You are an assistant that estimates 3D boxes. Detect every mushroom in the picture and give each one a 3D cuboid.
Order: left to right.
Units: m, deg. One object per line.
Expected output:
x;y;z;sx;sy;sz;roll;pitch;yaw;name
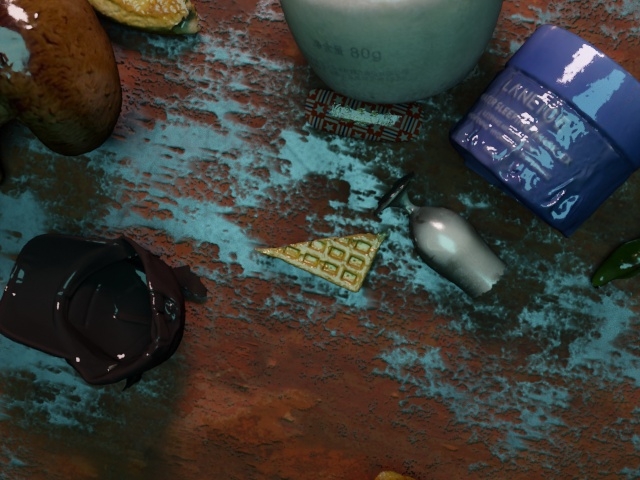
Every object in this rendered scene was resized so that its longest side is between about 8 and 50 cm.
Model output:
-0.494;-0.262;1.192;0.356;0.334;0.331;-20;95;-4;mushroom

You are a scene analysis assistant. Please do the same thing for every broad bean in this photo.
0.527;0.017;1.276;0.195;0.046;0.061;-22;92;5;broad bean

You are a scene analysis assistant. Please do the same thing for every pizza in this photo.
-0.342;-0.447;1.264;0.269;0.087;0.257;-7;100;6;pizza

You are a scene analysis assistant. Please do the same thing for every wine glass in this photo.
0.192;-0.006;1.271;0.222;0.103;0.103;43;98;-2;wine glass

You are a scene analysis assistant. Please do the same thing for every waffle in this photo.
0.000;0.000;1.317;0.191;0.032;0.125;25;99;-1;waffle

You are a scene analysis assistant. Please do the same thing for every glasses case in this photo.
0.070;-0.201;1.280;0.195;0.049;0.073;9;98;3;glasses case

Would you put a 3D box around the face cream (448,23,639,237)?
0.345;-0.155;1.165;0.249;0.249;0.225;39;99;-1;face cream

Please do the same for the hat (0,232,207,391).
-0.351;0.120;1.313;0.336;0.209;0.238;13;77;20;hat

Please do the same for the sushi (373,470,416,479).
0.133;0.497;1.313;0.274;0.139;0.184;38;99;-4;sushi

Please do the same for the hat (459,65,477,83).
0.211;-0.291;1.269;0.087;0.042;0.058;12;108;-31;hat

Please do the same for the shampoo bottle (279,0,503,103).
0.099;-0.366;1.109;0.323;0.322;0.317;-5;132;5;shampoo bottle
